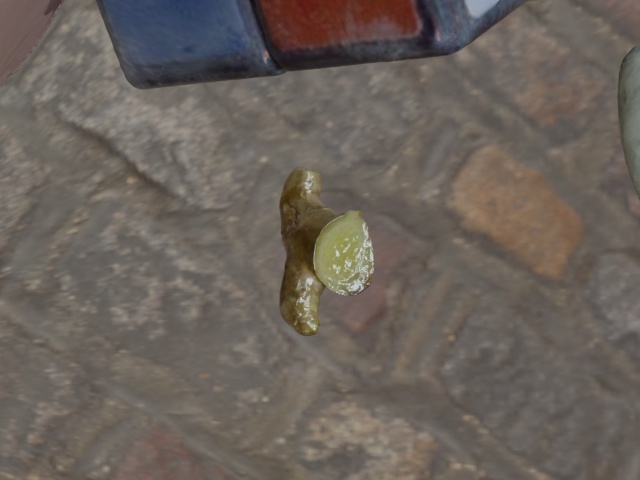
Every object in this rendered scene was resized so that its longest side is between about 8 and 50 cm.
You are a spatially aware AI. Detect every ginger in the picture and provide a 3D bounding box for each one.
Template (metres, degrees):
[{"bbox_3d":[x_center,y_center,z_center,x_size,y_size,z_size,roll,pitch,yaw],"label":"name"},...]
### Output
[{"bbox_3d":[0.000,0.000,0.780,0.030,0.048,0.097,54,28,-50],"label":"ginger"}]

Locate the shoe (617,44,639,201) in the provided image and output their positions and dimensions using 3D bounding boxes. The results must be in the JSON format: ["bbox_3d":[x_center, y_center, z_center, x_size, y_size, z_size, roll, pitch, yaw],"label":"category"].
[{"bbox_3d":[0.220,-0.035,0.580,0.228,0.125,0.099,7,71,-29],"label":"shoe"}]

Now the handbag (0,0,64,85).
[{"bbox_3d":[-0.223,-0.125,0.832,0.116,0.179,0.205,39,85,-3],"label":"handbag"}]

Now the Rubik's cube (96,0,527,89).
[{"bbox_3d":[0.010,-0.312,1.110,0.316,0.318,0.313,-40,119,-44],"label":"Rubik's cube"}]
